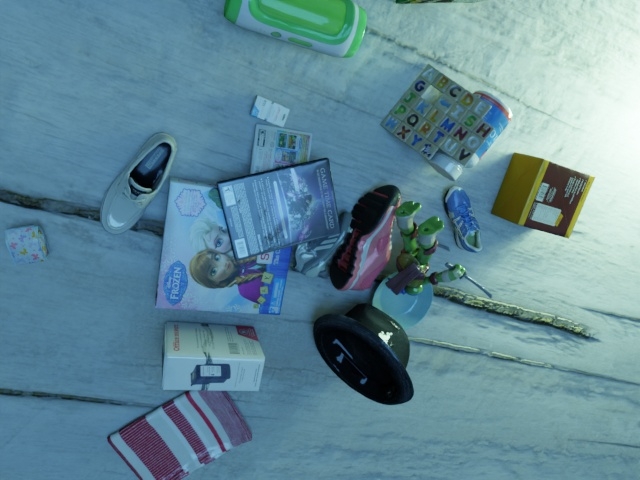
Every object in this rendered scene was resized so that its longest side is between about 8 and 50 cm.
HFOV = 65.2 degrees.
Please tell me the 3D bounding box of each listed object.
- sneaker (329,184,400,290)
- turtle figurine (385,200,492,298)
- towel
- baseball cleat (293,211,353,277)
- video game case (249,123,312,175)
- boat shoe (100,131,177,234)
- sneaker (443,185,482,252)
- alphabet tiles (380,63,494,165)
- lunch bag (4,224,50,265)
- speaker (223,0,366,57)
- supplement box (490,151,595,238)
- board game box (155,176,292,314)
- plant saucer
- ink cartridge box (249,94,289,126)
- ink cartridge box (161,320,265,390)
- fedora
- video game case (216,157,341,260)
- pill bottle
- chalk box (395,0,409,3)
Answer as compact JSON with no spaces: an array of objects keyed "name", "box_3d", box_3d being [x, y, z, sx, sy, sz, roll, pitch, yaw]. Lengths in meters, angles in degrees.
[{"name":"sneaker","box_3d":[0.141,-0.002,1.355,0.136,0.116,0.314,17,104,-39]},{"name":"turtle figurine","box_3d":[0.298,0.019,1.326,0.274,0.198,0.266,-7,134,8]},{"name":"towel","box_3d":[-0.382,0.548,1.395,0.329,0.037,0.237,-28,113,-7]},{"name":"baseball cleat","box_3d":[0.000,0.000,1.314,0.109,0.072,0.206,30,93,-17]},{"name":"video game case","box_3d":[-0.099,-0.196,1.231,0.143,0.019,0.157,6,95,-20]},{"name":"boat shoe","box_3d":[-0.410,-0.122,1.132,0.096,0.088,0.267,38,94,-25]},{"name":"sneaker","box_3d":[0.413,-0.059,1.419,0.080,0.081,0.211,-28,112,-5]},{"name":"alphabet tiles","box_3d":[0.305,-0.303,1.267,0.237,0.009,0.198,39,94,12]},{"name":"lunch bag","box_3d":[-0.654,0.006,1.118,0.071,0.053,0.083,-11,120,-12]},{"name":"speaker","box_3d":[-0.054,-0.499,1.099,0.296,0.131,0.131,10,104,-20]},{"name":"supplement box","box_3d":[0.636,-0.130,1.439,0.194,0.129,0.191,13,103,-21]},{"name":"board game box","box_3d":[-0.232,0.022,1.248,0.318,0.066,0.319,6,105,-19]},{"name":"plant saucer","box_3d":[0.234,0.169,1.462,0.195,0.037,0.195,-6,110,-15]},{"name":"ink cartridge box","box_3d":[-0.122,-0.308,1.194,0.083,0.028,0.048,18,102,-22]},{"name":"ink cartridge box","box_3d":[-0.277,0.291,1.267,0.237,0.172,0.100,7,106,-20]},{"name":"fedora","box_3d":[0.141,0.295,1.391,0.152,0.334,0.334,-46,120,-36]},{"name":"video game case","box_3d":[-0.095,-0.076,1.213,0.274,0.026,0.196,-15,110,-14]},{"name":"pill bottle","box_3d":[0.387,-0.270,1.317,0.124,0.124,0.221,35,95,-24]},{"name":"chalk box","box_3d":[0.274,-0.639,1.126,0.289,0.180,0.179,-8,110,-16]}]
